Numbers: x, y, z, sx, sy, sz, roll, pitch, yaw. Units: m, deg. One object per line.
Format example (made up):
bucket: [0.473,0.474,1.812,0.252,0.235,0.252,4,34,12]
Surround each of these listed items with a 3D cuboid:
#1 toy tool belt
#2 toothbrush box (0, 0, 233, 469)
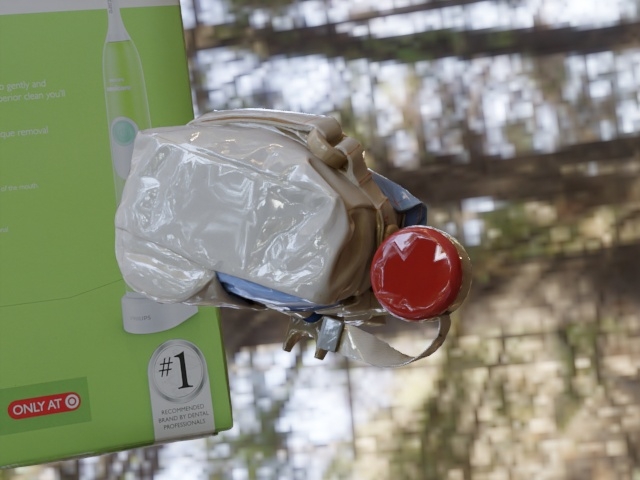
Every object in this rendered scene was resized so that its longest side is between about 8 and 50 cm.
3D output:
toy tool belt: [0.000,0.000,0.396,0.051,0.083,0.052,15,-89,-66]
toothbrush box: [-0.175,-0.026,0.944,0.122,0.206,0.283,-5,92,65]
